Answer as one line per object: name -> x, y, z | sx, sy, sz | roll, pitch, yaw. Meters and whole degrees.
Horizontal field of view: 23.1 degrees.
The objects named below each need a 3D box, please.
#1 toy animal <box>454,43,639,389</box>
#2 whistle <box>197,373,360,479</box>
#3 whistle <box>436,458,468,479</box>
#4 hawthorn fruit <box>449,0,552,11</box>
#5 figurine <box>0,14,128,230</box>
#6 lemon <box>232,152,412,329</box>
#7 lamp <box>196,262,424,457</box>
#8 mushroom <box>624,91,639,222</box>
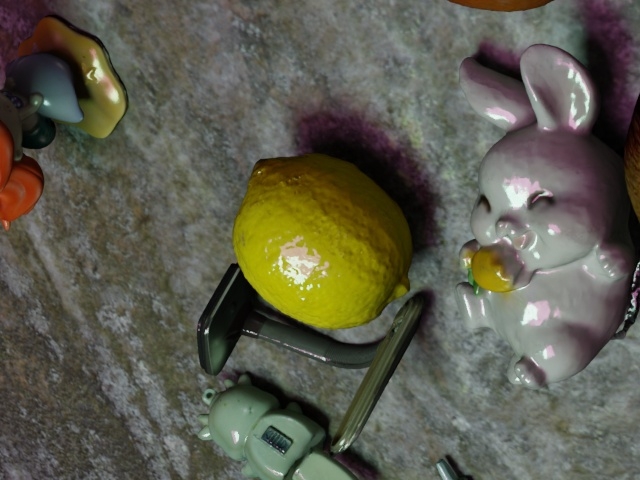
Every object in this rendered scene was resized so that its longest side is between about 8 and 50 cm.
toy animal -> 0.212, -0.020, 1.483 | 0.208, 0.154, 0.325 | -1, 98, 63
whistle -> -0.050, 0.253, 1.922 | 0.244, 0.110, 0.092 | 31, 166, 19
whistle -> 0.165, 0.298, 1.818 | 0.035, 0.035, 0.100 | -29, 96, 47
hawthorn fruit -> 0.135, -0.293, 1.342 | 0.251, 0.199, 0.199 | 12, 129, 64
figurine -> -0.365, -0.124, 1.805 | 0.181, 0.257, 0.208 | 54, 138, -3
lemon -> 0.003, 0.001, 1.649 | 0.193, 0.181, 0.180 | 24, 140, -18
lamp -> -0.028, 0.145, 1.763 | 0.283, 0.203, 0.124 | 11, 144, 30
mushroom -> 0.408, -0.057, 1.260 | 0.345, 0.239, 0.345 | 6, 103, 26
